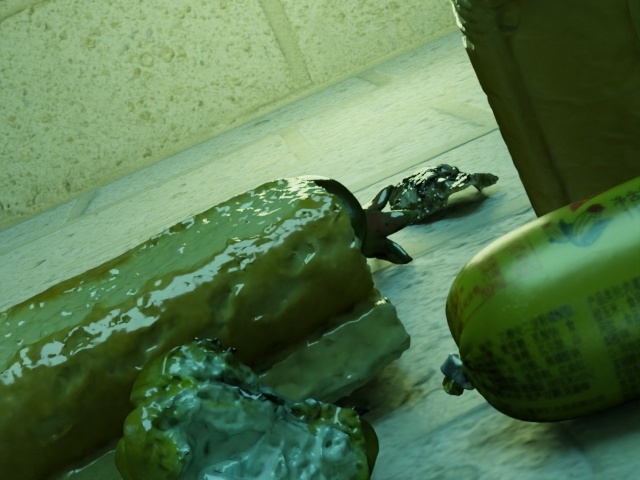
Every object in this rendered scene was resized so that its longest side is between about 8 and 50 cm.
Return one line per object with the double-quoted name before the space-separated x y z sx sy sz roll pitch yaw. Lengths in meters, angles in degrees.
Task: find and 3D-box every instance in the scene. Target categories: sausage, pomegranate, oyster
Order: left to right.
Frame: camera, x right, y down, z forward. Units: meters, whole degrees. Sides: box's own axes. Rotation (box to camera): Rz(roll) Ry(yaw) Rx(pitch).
"pomegranate" 0.000 0.000 0.971 0.191 0.131 0.152 -7 -3 -35
"oyster" 0.127 -0.059 1.099 0.148 0.051 0.103 -24 4 42
"sausage" 0.228 0.012 0.568 0.347 0.123 0.123 -22 15 7

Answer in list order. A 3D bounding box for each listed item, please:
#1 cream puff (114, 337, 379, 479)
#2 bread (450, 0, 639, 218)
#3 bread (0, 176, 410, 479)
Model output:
"cream puff" -0.051 0.135 0.561 0.156 0.156 0.121 -34 -12 -34
"bread" 0.201 -0.104 0.713 0.152 0.288 0.119 -17 26 25
"bread" -0.138 0.096 0.744 0.375 0.165 0.236 -28 13 -10
